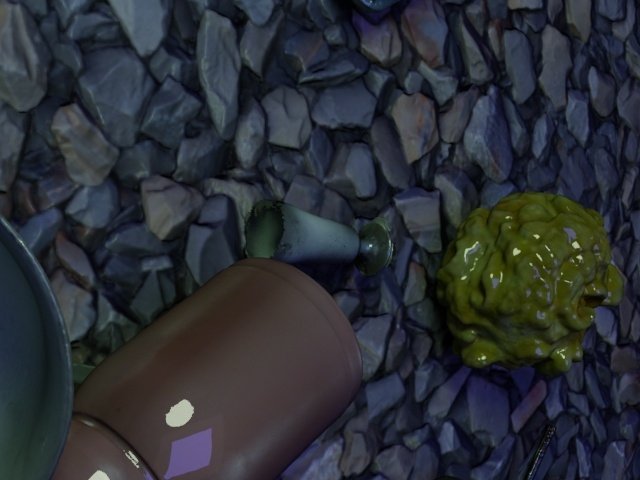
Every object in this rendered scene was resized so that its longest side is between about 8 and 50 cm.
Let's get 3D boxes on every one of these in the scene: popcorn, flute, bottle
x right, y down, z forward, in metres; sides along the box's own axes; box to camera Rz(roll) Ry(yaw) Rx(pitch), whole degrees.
[{"bbox_3d":[0.255,0.058,1.037,0.217,0.181,0.234,26,81,-37],"label":"popcorn"},{"bbox_3d":[0.255,0.361,1.139,0.014,0.014,0.269,45,64,-28],"label":"flute"},{"bbox_3d":[-0.120,0.159,0.723,0.297,0.206,0.173,-40,100,-41],"label":"bottle"}]

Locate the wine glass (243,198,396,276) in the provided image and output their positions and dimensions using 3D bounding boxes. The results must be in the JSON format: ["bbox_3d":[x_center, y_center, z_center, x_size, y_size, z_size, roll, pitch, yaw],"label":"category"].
[{"bbox_3d":[0.000,0.000,0.912,0.155,0.072,0.072,9,84,-37],"label":"wine glass"}]

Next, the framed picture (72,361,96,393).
[{"bbox_3d":[-0.216,0.259,0.771,0.231,0.018,0.293,19,78,-36],"label":"framed picture"}]

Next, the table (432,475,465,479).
[{"bbox_3d":[0.163,0.358,1.048,0.134,0.043,0.133,1,88,-38],"label":"table"}]

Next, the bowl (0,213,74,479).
[{"bbox_3d":[-0.306,0.058,0.600,0.314,0.146,0.313,1,107,2],"label":"bowl"}]

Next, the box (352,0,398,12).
[{"bbox_3d":[0.097,-0.369,0.952,0.227,0.130,0.162,-36,96,-31],"label":"box"}]
